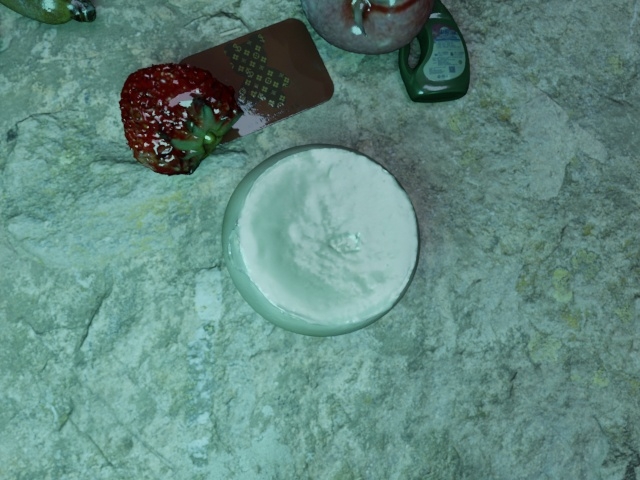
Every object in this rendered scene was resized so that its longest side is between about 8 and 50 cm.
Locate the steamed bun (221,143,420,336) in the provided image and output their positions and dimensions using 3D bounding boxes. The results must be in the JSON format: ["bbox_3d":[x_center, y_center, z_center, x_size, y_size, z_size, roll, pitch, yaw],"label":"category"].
[{"bbox_3d":[0.000,0.000,0.745,0.325,0.206,0.324,1,85,-11],"label":"steamed bun"}]

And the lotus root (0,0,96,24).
[{"bbox_3d":[-0.478,-0.431,0.758,0.192,0.088,0.113,27,85,-8],"label":"lotus root"}]

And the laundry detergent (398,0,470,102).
[{"bbox_3d":[0.217,-0.381,0.876,0.137,0.063,0.210,-7,87,-3],"label":"laundry detergent"}]

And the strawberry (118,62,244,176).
[{"bbox_3d":[-0.249,-0.213,0.742,0.201,0.186,0.184,40,46,11],"label":"strawberry"}]

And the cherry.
[{"bbox_3d":[0.081,-0.444,0.786,0.236,0.213,0.285,21,59,-26],"label":"cherry"}]

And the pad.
[{"bbox_3d":[-0.120,-0.305,0.849,0.267,0.004,0.181,-26,91,-10],"label":"pad"}]
